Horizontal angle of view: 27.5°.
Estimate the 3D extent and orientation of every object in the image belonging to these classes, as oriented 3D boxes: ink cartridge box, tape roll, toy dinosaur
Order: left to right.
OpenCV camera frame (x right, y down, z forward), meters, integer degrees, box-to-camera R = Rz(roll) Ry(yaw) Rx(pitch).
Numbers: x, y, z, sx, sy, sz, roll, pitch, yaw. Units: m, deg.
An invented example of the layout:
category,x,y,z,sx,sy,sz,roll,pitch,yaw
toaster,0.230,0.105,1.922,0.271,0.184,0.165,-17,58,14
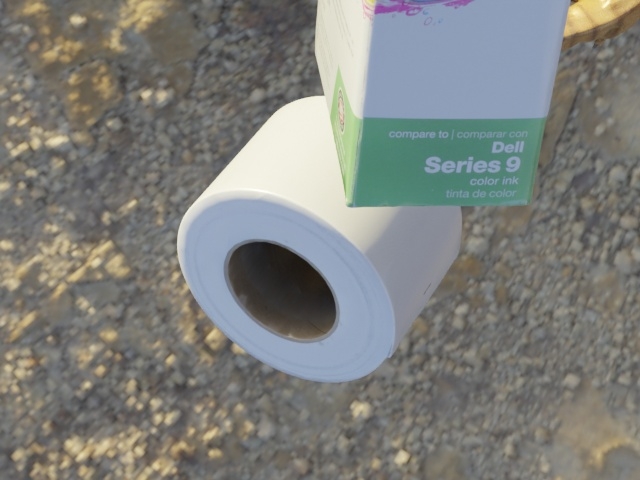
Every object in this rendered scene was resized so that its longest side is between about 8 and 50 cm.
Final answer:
category,x,y,z,sx,sy,sz,roll,pitch,yaw
tape roll,0.000,0.000,1.324,0.246,0.169,0.246,20,136,20
ink cartridge box,0.054,-0.143,0.583,0.093,0.154,0.212,-1,125,-6
toy dinosaur,0.204,-0.162,0.892,0.211,0.112,0.064,-26,103,-1
